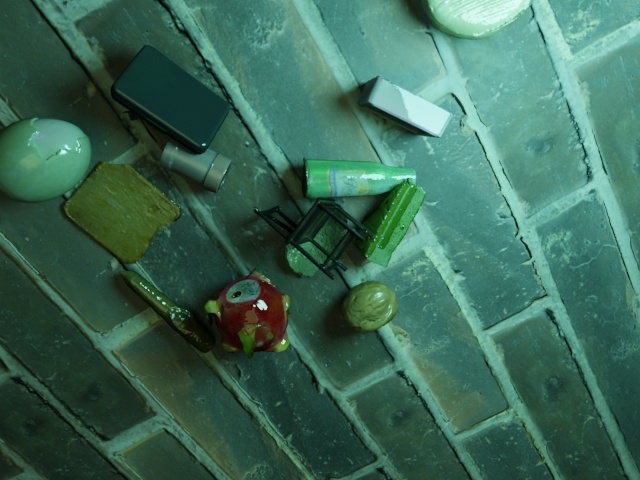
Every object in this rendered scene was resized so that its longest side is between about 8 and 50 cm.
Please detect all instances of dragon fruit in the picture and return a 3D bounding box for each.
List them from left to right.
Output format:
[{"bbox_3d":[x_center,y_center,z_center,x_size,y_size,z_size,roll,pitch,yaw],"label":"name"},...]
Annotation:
[{"bbox_3d":[-0.187,0.207,1.111,0.224,0.224,0.226,-7,121,-1],"label":"dragon fruit"}]

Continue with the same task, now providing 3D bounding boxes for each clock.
[{"bbox_3d":[0.197,-0.316,0.980,0.197,0.150,0.063,23,103,-11],"label":"clock"}]

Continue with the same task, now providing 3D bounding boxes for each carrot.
[{"bbox_3d":[-0.433,0.198,1.163,0.070,0.070,0.342,-40,105,10],"label":"carrot"}]

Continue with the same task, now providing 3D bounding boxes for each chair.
[{"bbox_3d":[-0.016,-0.040,1.011,0.260,0.154,0.141,40,104,10],"label":"chair"}]

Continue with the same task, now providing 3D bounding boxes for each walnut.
[{"bbox_3d":[0.138,0.188,1.155,0.167,0.149,0.166,-5,136,-5],"label":"walnut"}]

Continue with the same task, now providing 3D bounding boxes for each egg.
[{"bbox_3d":[-0.645,-0.194,0.955,0.217,0.183,0.183,-29,109,-9],"label":"egg"}]

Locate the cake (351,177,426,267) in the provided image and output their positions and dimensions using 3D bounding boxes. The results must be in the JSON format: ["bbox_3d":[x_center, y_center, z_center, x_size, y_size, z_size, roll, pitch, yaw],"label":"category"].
[{"bbox_3d":[0.191,-0.039,1.066,0.100,0.099,0.235,22,120,-34],"label":"cake"}]

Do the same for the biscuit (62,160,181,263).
[{"bbox_3d":[-0.529,-0.078,1.087,0.232,0.013,0.237,-43,107,11],"label":"biscuit"}]

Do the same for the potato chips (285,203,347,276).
[{"bbox_3d":[-0.001,0.001,1.123,0.228,0.059,0.167,-34,100,18],"label":"potato chips"}]

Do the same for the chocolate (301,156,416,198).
[{"bbox_3d":[0.099,-0.160,1.057,0.292,0.110,0.110,-2,109,-6],"label":"chocolate"}]

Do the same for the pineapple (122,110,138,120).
[{"bbox_3d":[-0.410,-0.319,0.990,0.125,0.058,0.058,-23,109,5],"label":"pineapple"}]

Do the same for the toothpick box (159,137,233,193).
[{"bbox_3d":[-0.307,-0.192,1.016,0.149,0.098,0.098,26,105,-12],"label":"toothpick box"}]

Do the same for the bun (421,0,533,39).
[{"bbox_3d":[0.346,-0.594,0.897,0.288,0.146,0.287,0,111,-1],"label":"bun"}]

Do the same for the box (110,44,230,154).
[{"bbox_3d":[-0.336,-0.321,0.939,0.230,0.050,0.160,33,62,-24],"label":"box"}]
